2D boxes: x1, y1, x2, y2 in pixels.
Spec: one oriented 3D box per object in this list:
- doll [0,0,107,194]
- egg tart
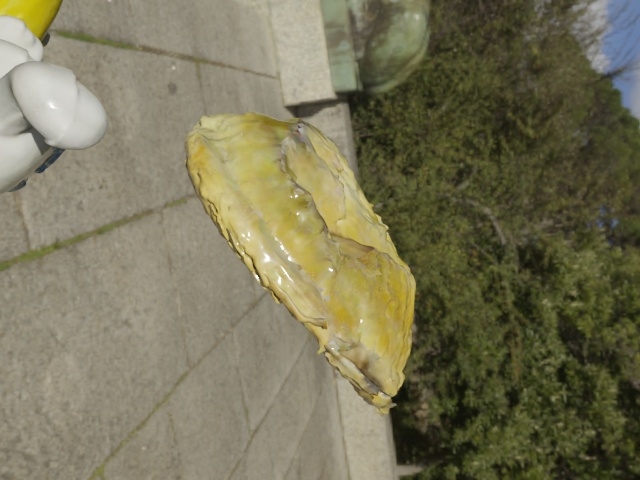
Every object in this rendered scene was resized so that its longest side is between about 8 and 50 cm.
[{"bbox_3d":[-0.248,-0.086,0.470,0.111,0.252,0.237,37,28,-41],"label":"doll"},{"bbox_3d":[0.000,0.000,0.466,0.252,0.098,0.232,56,6,13],"label":"egg tart"}]
